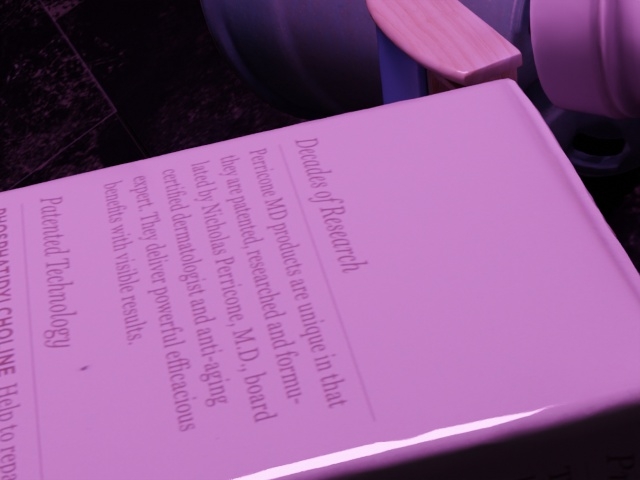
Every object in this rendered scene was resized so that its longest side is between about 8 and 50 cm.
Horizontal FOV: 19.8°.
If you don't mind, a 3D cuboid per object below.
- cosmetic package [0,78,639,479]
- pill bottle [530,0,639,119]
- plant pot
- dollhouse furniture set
[{"bbox_3d":[-0.027,0.161,0.963,0.393,0.329,0.327,-13,31,-4],"label":"cosmetic package"},{"bbox_3d":[0.347,-0.141,1.108,0.407,0.229,0.229,9,50,26],"label":"pill bottle"},{"bbox_3d":[0.133,-0.214,1.459,0.341,0.341,0.334,-45,41,-15],"label":"plant pot"},{"bbox_3d":[0.000,0.000,1.216,0.303,0.198,0.286,-23,40,-17],"label":"dollhouse furniture set"}]
